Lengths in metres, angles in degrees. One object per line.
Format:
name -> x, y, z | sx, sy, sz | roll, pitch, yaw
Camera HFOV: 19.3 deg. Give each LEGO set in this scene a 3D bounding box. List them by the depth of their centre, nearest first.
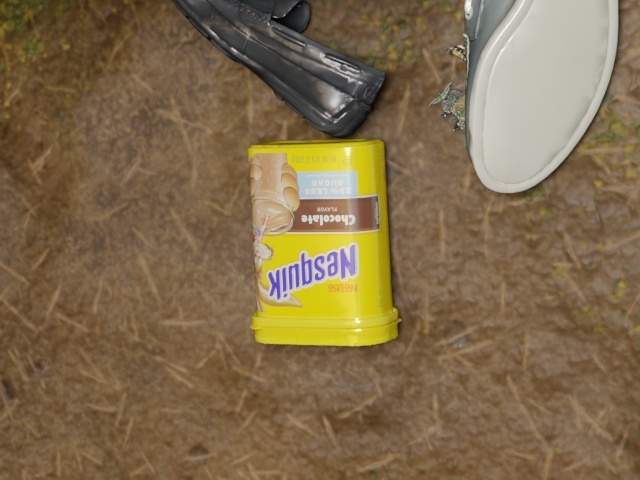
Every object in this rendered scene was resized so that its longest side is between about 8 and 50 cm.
LEGO set -> 0.119, -0.120, 1.559 | 0.054, 0.023, 0.083 | 17, 89, -4

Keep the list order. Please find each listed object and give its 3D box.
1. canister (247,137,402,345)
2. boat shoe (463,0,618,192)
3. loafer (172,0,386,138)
canister -> 0.000, 0.000, 1.606 | 0.126, 0.073, 0.170 | 0, 97, 25
boat shoe -> 0.169, -0.198, 1.500 | 0.099, 0.116, 0.319 | -133, 47, -59
loafer -> -0.040, -0.176, 1.599 | 0.223, 0.076, 0.078 | 39, 97, 16
